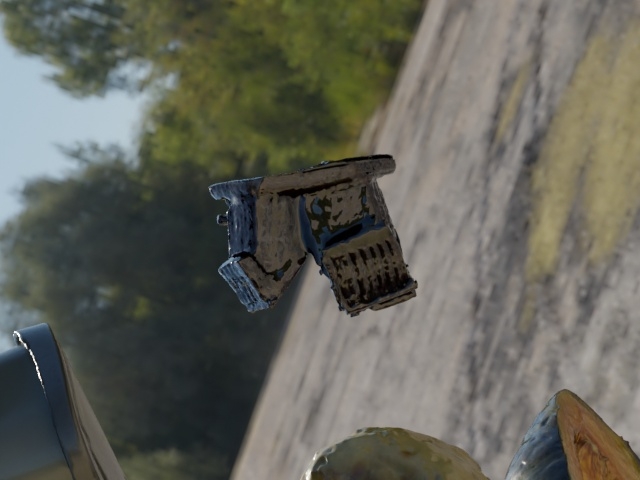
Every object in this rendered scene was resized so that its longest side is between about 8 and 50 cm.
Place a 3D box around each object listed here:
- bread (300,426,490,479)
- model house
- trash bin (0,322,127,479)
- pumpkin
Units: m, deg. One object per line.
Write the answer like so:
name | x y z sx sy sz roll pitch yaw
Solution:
bread | 0.085 0.289 1.499 0.134 0.244 0.244 -32 -33 -54
model house | -0.006 0.001 1.557 0.141 0.203 0.164 151 109 -87
trash bin | -0.313 0.229 1.403 0.219 0.250 0.220 -112 3 -56
pumpkin | 0.265 0.278 1.765 0.148 0.169 0.312 -36 -23 17
